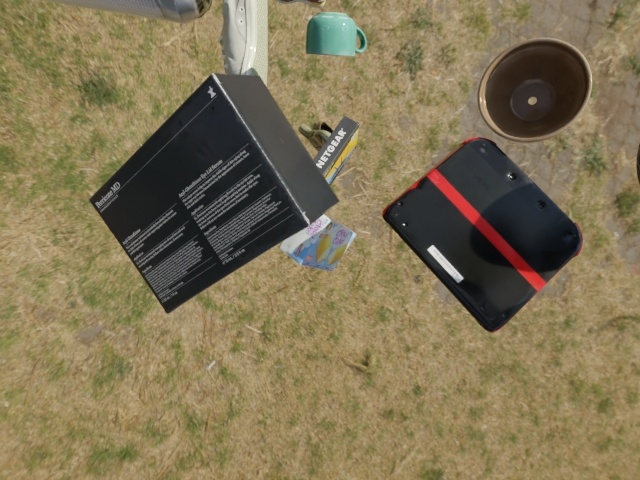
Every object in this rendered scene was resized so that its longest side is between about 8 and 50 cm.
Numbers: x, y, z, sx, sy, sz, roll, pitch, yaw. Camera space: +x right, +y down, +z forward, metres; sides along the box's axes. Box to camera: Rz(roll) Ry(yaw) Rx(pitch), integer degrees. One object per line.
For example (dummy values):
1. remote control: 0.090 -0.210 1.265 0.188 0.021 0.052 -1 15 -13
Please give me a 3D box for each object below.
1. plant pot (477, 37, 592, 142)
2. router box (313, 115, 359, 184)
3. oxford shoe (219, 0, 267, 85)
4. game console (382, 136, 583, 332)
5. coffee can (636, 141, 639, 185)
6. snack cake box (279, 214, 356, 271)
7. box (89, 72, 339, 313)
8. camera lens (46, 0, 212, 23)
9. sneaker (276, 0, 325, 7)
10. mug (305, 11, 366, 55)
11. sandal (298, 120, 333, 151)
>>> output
1. plant pot: 0.511 -0.348 1.033 0.110 0.238 0.237 -4 96 -62
2. router box: 0.028 -0.200 1.058 0.046 0.133 0.178 32 80 9
3. oxford shoe: -0.237 -0.564 1.290 0.130 0.169 0.448 5 105 8
4. game console: 0.392 -0.030 1.028 0.342 0.060 0.386 -41 81 -7
5. coffee can: 0.548 -0.105 0.475 0.202 0.275 0.201 0 94 2
6. snack cake box: 0.000 0.000 1.299 0.089 0.264 0.152 36 96 23
7. box: -0.138 -0.050 0.535 0.261 0.103 0.184 -30 97 30
8. camera lens: -0.219 -0.320 0.361 0.275 0.219 0.219 4 92 -10
9. sneaker: -0.070 -0.806 1.367 0.186 0.084 0.069 4 79 -6
10. mug: 0.035 -0.532 1.107 0.158 0.130 0.097 -34 133 -54
11. sandal: 0.013 -0.344 1.423 0.086 0.303 0.120 -46 117 0
